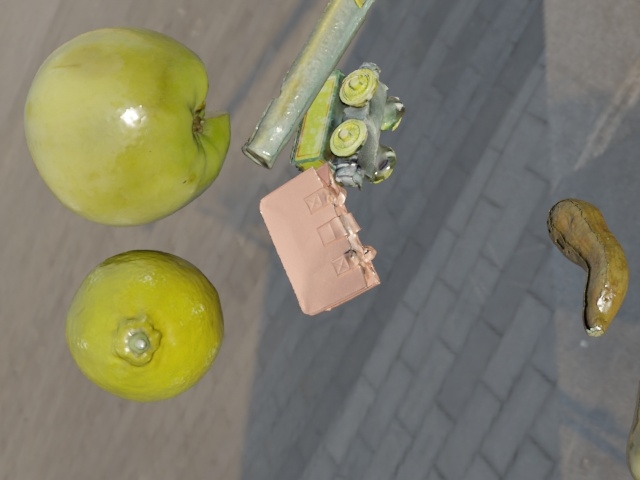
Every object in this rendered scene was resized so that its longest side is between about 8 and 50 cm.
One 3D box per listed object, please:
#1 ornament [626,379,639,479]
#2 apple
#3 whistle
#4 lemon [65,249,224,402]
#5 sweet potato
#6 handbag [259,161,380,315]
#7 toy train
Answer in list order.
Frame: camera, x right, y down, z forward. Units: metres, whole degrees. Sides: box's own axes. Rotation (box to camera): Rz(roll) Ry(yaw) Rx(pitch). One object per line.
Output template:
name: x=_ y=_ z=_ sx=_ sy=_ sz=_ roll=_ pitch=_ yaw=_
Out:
ornament: x=0.434 y=0.210 z=1.165 sx=0.230 sy=0.061 sz=0.245 roll=-23 pitch=21 yaw=33
apple: x=-0.271 y=-0.164 z=1.581 sx=0.254 sy=0.292 sz=0.292 roll=-1 pitch=65 yaw=27
whistle: x=-0.014 y=-0.255 z=1.662 sx=0.068 sy=0.057 sz=0.326 roll=24 pitch=77 yaw=33
lemon: x=-0.207 y=0.101 z=1.286 sx=0.184 sy=0.184 sz=0.248 roll=-64 pitch=1 yaw=9
sweet potato: x=0.346 y=0.025 z=1.398 sx=0.081 sy=0.062 sz=0.233 roll=-43 pitch=32 yaw=27
handbag: x=0.000 y=0.000 z=1.758 sx=0.157 sy=0.059 sz=0.212 roll=-31 pitch=79 yaw=41
toy train: x=0.054 y=-0.213 z=2.109 sx=0.177 sy=0.134 sz=0.260 roll=-8 pitch=59 yaw=36
